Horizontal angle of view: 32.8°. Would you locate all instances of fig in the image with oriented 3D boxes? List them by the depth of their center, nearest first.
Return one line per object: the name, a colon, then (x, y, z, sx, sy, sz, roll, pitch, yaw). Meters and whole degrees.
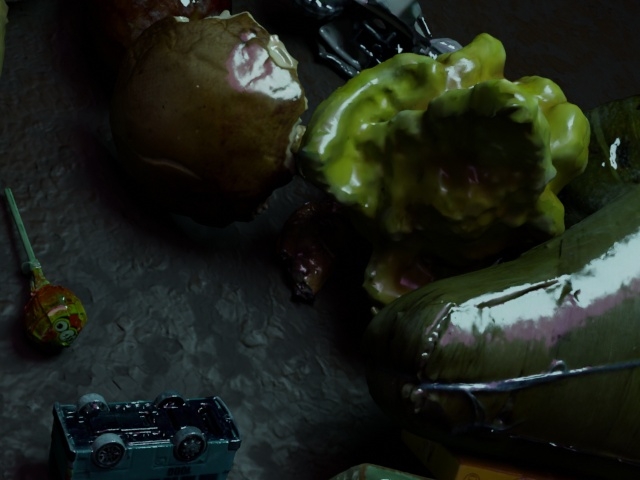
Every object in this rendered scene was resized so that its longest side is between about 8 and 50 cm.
fig: (-0.230, -0.291, 1.302, 0.274, 0.170, 0.145, 37, -1, 32)

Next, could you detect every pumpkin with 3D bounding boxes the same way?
pumpkin: (0.440, -0.068, 1.421, 0.325, 0.232, 0.242, 12, 54, -15)

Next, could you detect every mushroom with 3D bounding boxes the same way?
mushroom: (-0.105, -0.107, 1.234, 0.233, 0.302, 0.208, 23, 73, 23)

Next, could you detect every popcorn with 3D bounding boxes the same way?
popcorn: (0.128, -0.090, 1.180, 0.325, 0.321, 0.290, 8, 38, -10)

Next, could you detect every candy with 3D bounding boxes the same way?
candy: (-0.287, 0.022, 1.089, 0.060, 0.060, 0.201, -8, 53, -32)

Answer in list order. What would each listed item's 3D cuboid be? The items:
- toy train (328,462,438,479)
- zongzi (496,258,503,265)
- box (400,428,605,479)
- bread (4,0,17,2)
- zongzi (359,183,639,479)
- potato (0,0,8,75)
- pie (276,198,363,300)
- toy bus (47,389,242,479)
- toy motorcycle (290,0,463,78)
toy train: (0.134, 0.308, 1.016, 0.326, 0.159, 0.129, 18, 52, -16)
zongzi: (0.167, 0.108, 1.222, 0.204, 0.094, 0.205, 8, 52, -28)
box: (0.230, 0.246, 1.134, 0.269, 0.043, 0.152, 15, 6, -17)
bread: (-0.399, -0.355, 1.293, 0.228, 0.033, 0.228, 5, 55, -7)
zongzi: (0.235, 0.031, 1.062, 0.356, 0.174, 0.393, 13, 93, -22)
potato: (-0.484, -0.188, 0.934, 0.385, 0.319, 0.442, 45, 58, 2)
pie: (0.000, 0.000, 1.262, 0.092, 0.034, 0.170, 39, 48, -2)
toy bus: (-0.161, 0.194, 0.989, 0.160, 0.092, 0.079, 1, 27, -27)
toy motorcycle: (0.102, -0.297, 1.472, 0.327, 0.143, 0.188, 37, 47, -8)
